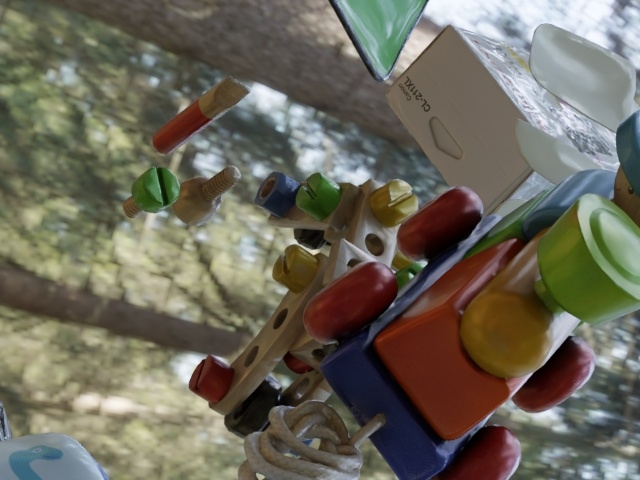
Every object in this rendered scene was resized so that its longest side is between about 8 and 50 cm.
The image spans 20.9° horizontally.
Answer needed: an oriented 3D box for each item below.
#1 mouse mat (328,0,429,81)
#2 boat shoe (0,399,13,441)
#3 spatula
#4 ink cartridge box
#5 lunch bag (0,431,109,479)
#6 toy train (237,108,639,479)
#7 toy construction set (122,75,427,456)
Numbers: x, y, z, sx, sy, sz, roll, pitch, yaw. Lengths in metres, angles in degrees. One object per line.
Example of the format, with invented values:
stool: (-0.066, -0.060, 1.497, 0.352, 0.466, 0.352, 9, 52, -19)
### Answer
mouse mat: (0.040, -0.196, 0.889, 0.007, 0.152, 0.189, 8, -121, 32)
boat shoe: (-0.324, 0.089, 1.220, 0.120, 0.324, 0.122, -24, -159, 10)
spatula: (0.216, -0.021, 1.110, 0.019, 0.242, 0.168, -29, -139, 53)
ink cartridge box: (0.146, -0.072, 1.229, 0.072, 0.175, 0.127, -46, -119, 23)
lunch bag: (-0.096, 0.171, 0.476, 0.176, 0.090, 0.219, -36, -113, 49)
toy train: (0.068, 0.035, 0.665, 0.143, 0.248, 0.105, -37, -89, 36)
toy construction set: (0.000, 0.000, 1.417, 0.309, 0.257, 0.237, 52, -37, -5)
